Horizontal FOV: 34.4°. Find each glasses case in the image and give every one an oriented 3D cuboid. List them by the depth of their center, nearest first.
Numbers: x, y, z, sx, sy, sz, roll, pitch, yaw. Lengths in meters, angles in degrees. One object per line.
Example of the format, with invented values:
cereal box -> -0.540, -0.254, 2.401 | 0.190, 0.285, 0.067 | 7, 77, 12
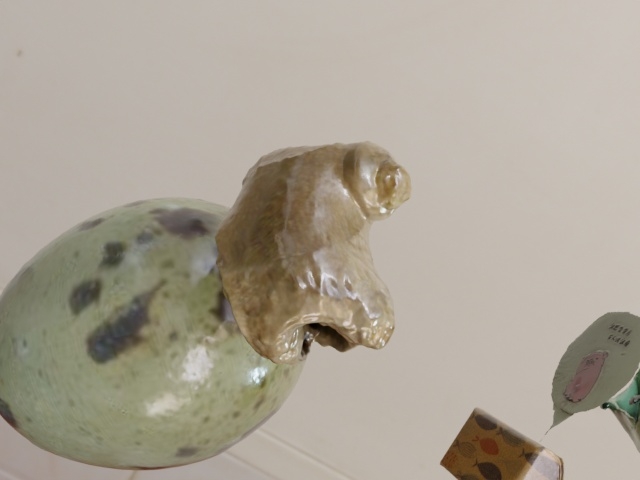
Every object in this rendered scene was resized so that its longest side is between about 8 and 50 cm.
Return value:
glasses case -> 0.152, 0.189, 0.867 | 0.064, 0.041, 0.170 | -57, -173, -4

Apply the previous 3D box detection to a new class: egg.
egg -> -0.222, 0.126, 1.331 | 0.428, 0.345, 0.345 | -22, -173, 2

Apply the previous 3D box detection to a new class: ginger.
ginger -> 0.000, 0.000, 1.051 | 0.221, 0.275, 0.130 | -27, 143, -3

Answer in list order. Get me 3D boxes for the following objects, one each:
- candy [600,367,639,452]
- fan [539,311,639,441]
candy -> 0.491, 0.260, 1.304 | 0.172, 0.263, 0.398 | -45, 173, 18
fan -> 0.342, 0.222, 1.430 | 0.310, 0.010, 0.182 | -53, -165, -5
